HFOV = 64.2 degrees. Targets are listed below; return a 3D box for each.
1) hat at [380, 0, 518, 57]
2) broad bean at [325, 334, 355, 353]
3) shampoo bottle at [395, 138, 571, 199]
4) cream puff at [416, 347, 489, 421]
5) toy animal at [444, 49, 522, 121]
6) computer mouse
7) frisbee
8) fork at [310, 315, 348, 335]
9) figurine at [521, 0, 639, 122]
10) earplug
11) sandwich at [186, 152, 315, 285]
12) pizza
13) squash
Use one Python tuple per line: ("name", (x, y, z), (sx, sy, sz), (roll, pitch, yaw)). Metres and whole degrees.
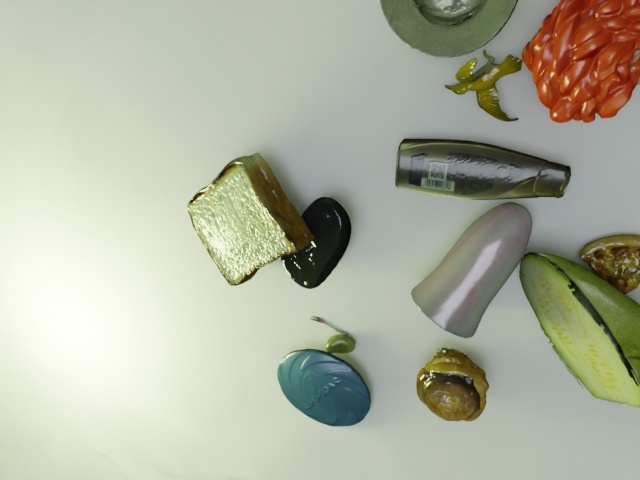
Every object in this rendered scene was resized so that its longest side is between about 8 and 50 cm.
("hat", (0.248, -0.481, 0.962), (0.256, 0.130, 0.258), (8, 113, 19))
("broad bean", (0.054, 0.284, 1.396), (0.083, 0.045, 0.063), (-6, 119, 17))
("shampoo bottle", (0.339, -0.146, 1.089), (0.349, 0.084, 0.126), (8, 116, 17))
("cream puff", (0.327, 0.353, 1.270), (0.188, 0.129, 0.189), (11, 123, 17))
("toy animal", (0.325, -0.327, 1.029), (0.219, 0.155, 0.095), (30, 97, -38))
("computer mouse", (0.000, 0.000, 1.275), (0.137, 0.086, 0.270), (45, 128, 18))
("frisbee", (0.001, 0.432, 1.450), (0.289, 0.049, 0.290), (12, 123, 19))
("fork", (0.026, 0.235, 1.407), (0.115, 0.012, 0.016), (24, 121, 5))
("figurine", (0.570, -0.352, 0.861), (0.410, 0.241, 0.306), (-1, 135, 2))
("earplug", (0.353, 0.046, 1.131), (0.172, 0.172, 0.301), (33, 112, 6))
("sandwich", (-0.192, -0.047, 1.291), (0.301, 0.099, 0.272), (-30, 88, 43))
("pizza", (0.644, 0.052, 1.072), (0.174, 0.046, 0.134), (-10, 107, 24))
("squash", (0.534, 0.168, 1.060), (0.308, 0.233, 0.210), (31, 81, 1))
